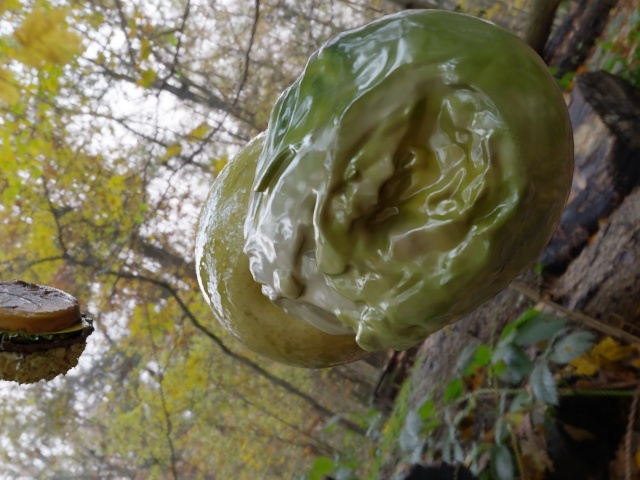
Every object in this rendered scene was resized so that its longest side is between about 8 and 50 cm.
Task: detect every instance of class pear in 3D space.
[{"bbox_3d":[0.000,0.000,1.027,0.348,0.348,0.348,-60,-10,-19],"label":"pear"}]

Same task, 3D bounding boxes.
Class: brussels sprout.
[{"bbox_3d":[0.072,-0.065,0.714,0.344,0.268,0.344,-35,23,17],"label":"brussels sprout"}]

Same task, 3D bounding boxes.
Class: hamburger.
[{"bbox_3d":[-0.515,0.155,1.260,0.261,0.243,0.139,32,112,61],"label":"hamburger"}]
